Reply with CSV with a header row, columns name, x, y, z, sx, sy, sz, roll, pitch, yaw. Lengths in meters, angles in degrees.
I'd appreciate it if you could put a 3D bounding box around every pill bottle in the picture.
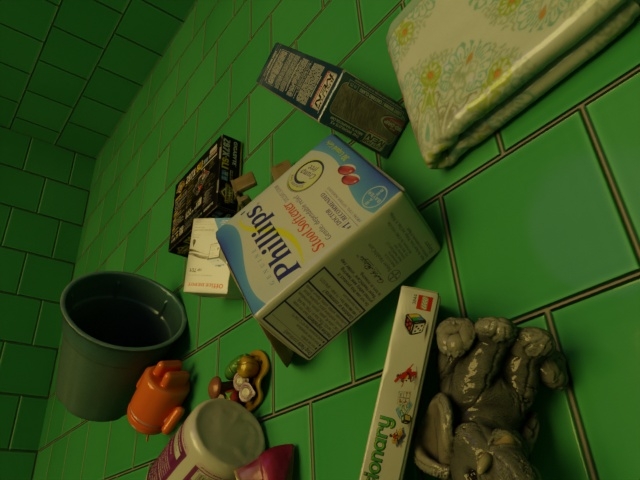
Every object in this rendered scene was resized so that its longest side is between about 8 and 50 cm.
name,x,y,z,sx,sy,sz,roll,pitch,yaw
pill bottle,-0.254,0.477,1.124,0.301,0.169,0.169,-52,37,25

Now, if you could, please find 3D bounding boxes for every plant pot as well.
name,x,y,z,sx,sy,sz,roll,pitch,yaw
plant pot,-0.113,0.140,1.081,0.032,0.236,0.236,-30,36,-8
plant pot,-0.605,0.320,1.598,0.334,0.341,0.341,-64,33,26

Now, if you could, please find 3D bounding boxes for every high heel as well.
name,x,y,z,sx,sy,sz,roll,pitch,yaw
high heel,-0.055,0.482,0.949,0.244,0.117,0.082,58,167,36

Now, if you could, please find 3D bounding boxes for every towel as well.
name,x,y,z,sx,sy,sz,roll,pitch,yaw
towel,0.265,-0.338,0.856,0.374,0.090,0.320,-40,43,39

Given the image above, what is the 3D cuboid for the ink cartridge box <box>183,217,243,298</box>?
name,x,y,z,sx,sy,sz,roll,pitch,yaw
ink cartridge box,-0.252,0.044,1.364,0.140,0.082,0.190,-1,75,26

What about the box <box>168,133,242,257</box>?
name,x,y,z,sx,sy,sz,roll,pitch,yaw
box,-0.349,-0.126,1.651,0.322,0.079,0.257,-34,46,42

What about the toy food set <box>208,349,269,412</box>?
name,x,y,z,sx,sy,sz,roll,pitch,yaw
toy food set,-0.195,0.326,1.202,0.218,0.071,0.128,-51,38,27

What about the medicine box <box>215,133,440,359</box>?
name,x,y,z,sx,sy,sz,roll,pitch,yaw
medicine box,0.000,0.000,0.929,0.289,0.149,0.263,-40,38,1

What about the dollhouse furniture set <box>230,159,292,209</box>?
name,x,y,z,sx,sy,sz,roll,pitch,yaw
dollhouse furniture set,-0.113,-0.098,1.338,0.151,0.123,0.144,-26,43,2

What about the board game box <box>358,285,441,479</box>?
name,x,y,z,sx,sy,sz,roll,pitch,yaw
board game box,0.105,0.221,0.732,0.053,0.193,0.305,12,81,14

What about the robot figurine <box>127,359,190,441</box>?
name,x,y,z,sx,sy,sz,roll,pitch,yaw
robot figurine,-0.426,0.419,1.440,0.219,0.158,0.128,-60,0,16

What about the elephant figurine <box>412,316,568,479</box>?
name,x,y,z,sx,sy,sz,roll,pitch,yaw
elephant figurine,0.182,0.217,0.620,0.170,0.186,0.239,-1,63,32

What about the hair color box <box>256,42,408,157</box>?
name,x,y,z,sx,sy,sz,roll,pitch,yaw
hair color box,0.014,-0.296,1.119,0.105,0.174,0.347,-61,35,13
